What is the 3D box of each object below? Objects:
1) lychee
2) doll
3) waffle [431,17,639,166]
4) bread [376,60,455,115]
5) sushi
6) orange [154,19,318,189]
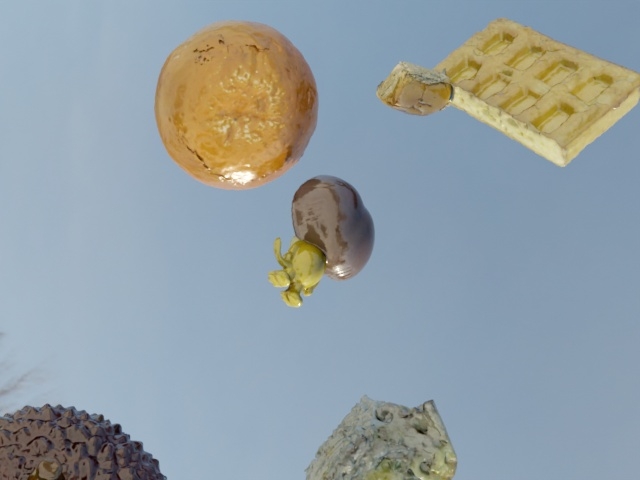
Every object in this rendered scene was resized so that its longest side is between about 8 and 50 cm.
[{"bbox_3d":[-0.280,0.306,0.917,0.276,0.275,0.304,57,-33,36],"label":"lychee"},{"bbox_3d":[-0.005,-0.007,1.178,0.096,0.188,0.145,-6,-77,47],"label":"doll"},{"bbox_3d":[0.303,-0.219,1.309,0.168,0.057,0.274,-39,-131,-16],"label":"waffle"},{"bbox_3d":[0.134,-0.205,1.268,0.072,0.106,0.053,-45,-129,37],"label":"bread"},{"bbox_3d":[0.097,0.346,1.398,0.274,0.184,0.139,-54,-165,3],"label":"sushi"},{"bbox_3d":[-0.109,-0.177,1.195,0.219,0.219,0.193,-60,-145,19],"label":"orange"}]
